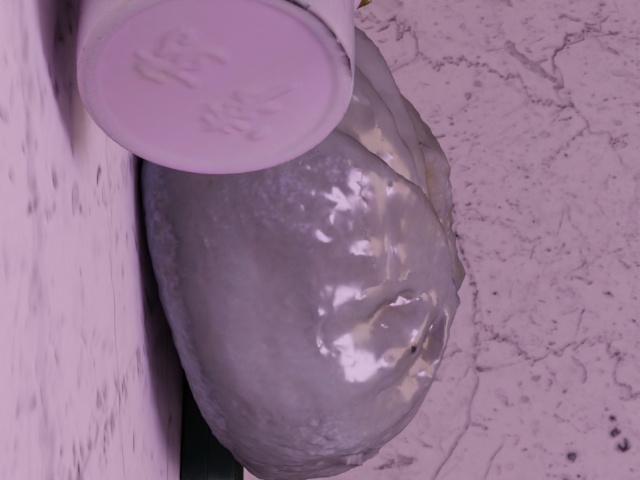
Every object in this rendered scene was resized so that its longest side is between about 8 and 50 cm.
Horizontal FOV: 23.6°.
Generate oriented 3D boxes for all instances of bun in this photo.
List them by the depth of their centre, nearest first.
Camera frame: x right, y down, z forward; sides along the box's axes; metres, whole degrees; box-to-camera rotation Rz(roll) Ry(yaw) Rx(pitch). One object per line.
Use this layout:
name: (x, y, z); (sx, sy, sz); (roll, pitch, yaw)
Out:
bun: (0.000, -0.004, 1.077); (0.354, 0.194, 0.354); (-9, 90, -82)

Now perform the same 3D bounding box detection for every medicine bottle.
medicine bottle: (-0.050, -0.168, 0.769); (0.152, 0.152, 0.254); (86, 3, -52)

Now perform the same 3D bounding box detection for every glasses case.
glasses case: (-0.081, 0.128, 1.179); (0.078, 0.039, 0.184); (86, 2, -52)

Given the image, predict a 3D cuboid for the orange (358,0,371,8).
orange: (-0.025, -0.323, 1.253); (0.334, 0.196, 0.262); (-99, 170, -62)
